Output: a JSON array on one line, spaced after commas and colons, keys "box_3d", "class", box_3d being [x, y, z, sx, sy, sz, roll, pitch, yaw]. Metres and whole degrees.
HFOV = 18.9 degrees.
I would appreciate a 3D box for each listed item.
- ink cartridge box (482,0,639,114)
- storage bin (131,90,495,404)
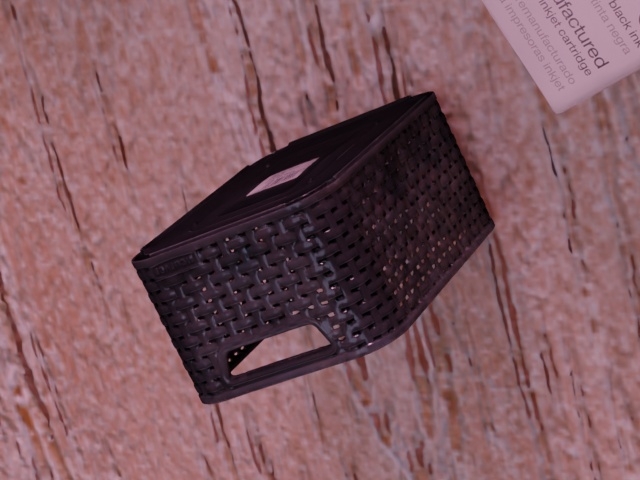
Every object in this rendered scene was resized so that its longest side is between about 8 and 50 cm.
[{"box_3d": [0.166, -0.190, 0.865, 0.237, 0.100, 0.172, -29, 97, 42], "class": "ink cartridge box"}, {"box_3d": [0.000, 0.000, 0.994, 0.122, 0.180, 0.084, -20, 101, 29], "class": "storage bin"}]
